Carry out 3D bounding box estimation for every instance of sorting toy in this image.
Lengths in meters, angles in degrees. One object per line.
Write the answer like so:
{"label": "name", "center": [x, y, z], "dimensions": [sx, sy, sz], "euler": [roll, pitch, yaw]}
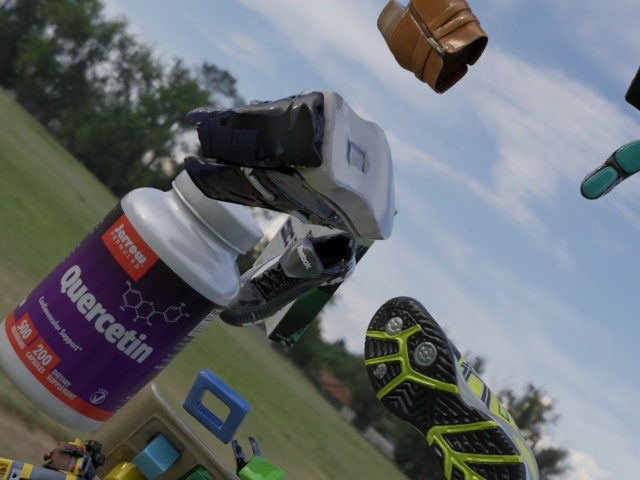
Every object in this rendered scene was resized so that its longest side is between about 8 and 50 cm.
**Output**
{"label": "sorting toy", "center": [-0.170, 0.270, 1.156], "dimensions": [0.196, 0.047, 0.347], "euler": [49, -49, 2]}

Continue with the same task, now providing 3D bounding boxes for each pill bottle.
{"label": "pill bottle", "center": [-0.224, 0.064, 1.291], "dimensions": [0.181, 0.323, 0.181], "euler": [44, 6, -6]}

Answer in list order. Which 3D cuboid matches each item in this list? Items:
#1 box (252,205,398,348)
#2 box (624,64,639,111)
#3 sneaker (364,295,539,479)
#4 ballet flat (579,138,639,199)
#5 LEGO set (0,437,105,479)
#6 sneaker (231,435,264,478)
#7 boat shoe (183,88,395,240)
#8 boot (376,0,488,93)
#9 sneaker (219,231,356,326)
{"label": "box", "center": [0.000, 0.000, 1.873], "dimensions": [0.058, 0.322, 0.232], "euler": [25, 24, -25]}
{"label": "box", "center": [0.434, -0.233, 0.773], "dimensions": [0.179, 0.312, 0.343], "euler": [43, -33, 23]}
{"label": "sneaker", "center": [0.196, 0.255, 1.656], "dimensions": [0.147, 0.145, 0.385], "euler": [30, 26, -57]}
{"label": "ballet flat", "center": [0.378, -0.092, 1.368], "dimensions": [0.041, 0.114, 0.041], "euler": [54, 3, -5]}
{"label": "LEGO set", "center": [-0.319, 0.304, 0.877], "dimensions": [0.192, 0.331, 0.255], "euler": [15, -20, 2]}
{"label": "sneaker", "center": [-0.088, 0.353, 1.421], "dimensions": [0.089, 0.051, 0.170], "euler": [57, 25, -56]}
{"label": "boat shoe", "center": [-0.024, -0.077, 1.153], "dimensions": [0.158, 0.127, 0.340], "euler": [-1, -14, 17]}
{"label": "boot", "center": [0.155, -0.280, 1.252], "dimensions": [0.073, 0.197, 0.152], "euler": [9, 34, -35]}
{"label": "sneaker", "center": [-0.043, 0.045, 1.531], "dimensions": [0.078, 0.234, 0.106], "euler": [59, -23, 16]}
